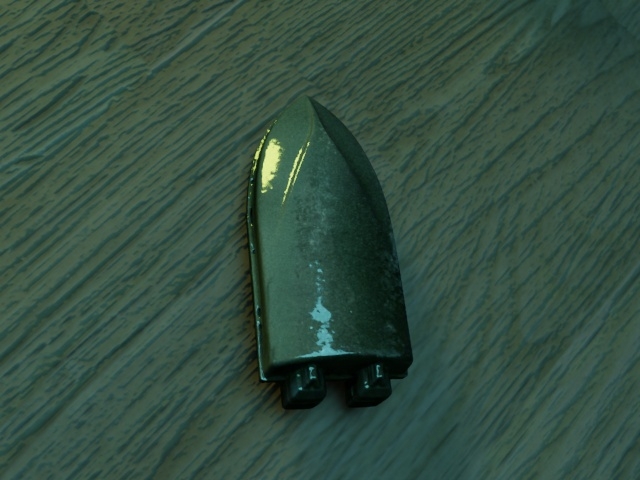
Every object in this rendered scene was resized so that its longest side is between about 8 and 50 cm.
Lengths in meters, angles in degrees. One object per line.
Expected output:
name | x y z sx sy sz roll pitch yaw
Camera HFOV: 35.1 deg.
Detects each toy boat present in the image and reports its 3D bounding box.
toy boat | 0.000 0.000 0.970 0.141 0.092 0.319 1 66 -17
